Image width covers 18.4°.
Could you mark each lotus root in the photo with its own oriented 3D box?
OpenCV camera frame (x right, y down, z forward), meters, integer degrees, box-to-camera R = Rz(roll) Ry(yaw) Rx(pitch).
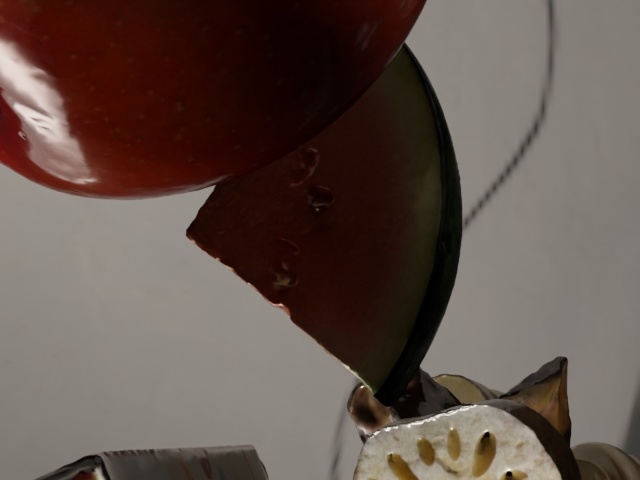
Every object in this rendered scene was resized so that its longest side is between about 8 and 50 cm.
[{"bbox_3d":[0.080,0.145,1.051,0.081,0.122,0.112,16,60,-74],"label":"lotus root"}]

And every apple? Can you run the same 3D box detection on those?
[{"bbox_3d":[-0.085,-0.146,0.758,0.216,0.260,0.260,-49,118,-15],"label":"apple"}]

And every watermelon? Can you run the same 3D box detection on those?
[{"bbox_3d":[0.021,0.000,0.974,0.145,0.137,0.193,37,50,-62],"label":"watermelon"}]

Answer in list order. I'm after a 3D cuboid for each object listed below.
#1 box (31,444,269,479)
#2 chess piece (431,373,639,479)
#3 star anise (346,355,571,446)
[{"bbox_3d":[-0.023,0.249,0.656,0.122,0.385,0.345,-25,83,2],"label":"box"},{"bbox_3d":[0.205,0.198,1.422,0.307,0.139,0.124,22,69,-29],"label":"chess piece"},{"bbox_3d":[0.068,0.171,1.183,0.099,0.214,0.220,-14,94,-69],"label":"star anise"}]
